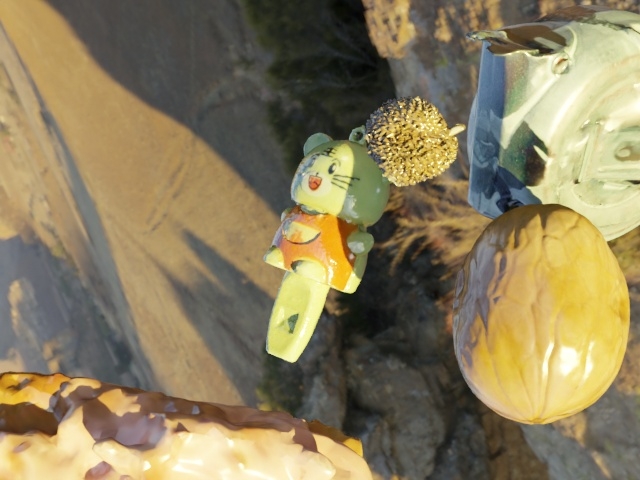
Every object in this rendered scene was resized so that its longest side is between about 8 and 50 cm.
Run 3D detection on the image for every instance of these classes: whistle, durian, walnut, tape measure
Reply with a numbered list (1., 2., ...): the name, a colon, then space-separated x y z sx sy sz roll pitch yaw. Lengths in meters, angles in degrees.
1. whistle: 0.000 0.000 1.002 0.131 0.289 0.106 19 177 32
2. durian: 0.083 -0.090 0.758 0.080 0.091 0.080 52 -152 -43
3. walnut: 0.204 0.066 0.803 0.167 0.167 0.207 117 163 -67
4. tape measure: 0.285 -0.119 0.937 0.147 0.274 0.256 -130 33 -52

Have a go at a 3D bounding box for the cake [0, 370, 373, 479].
1. cake: -0.141 0.248 0.544 0.293 0.314 0.307 132 148 -67
